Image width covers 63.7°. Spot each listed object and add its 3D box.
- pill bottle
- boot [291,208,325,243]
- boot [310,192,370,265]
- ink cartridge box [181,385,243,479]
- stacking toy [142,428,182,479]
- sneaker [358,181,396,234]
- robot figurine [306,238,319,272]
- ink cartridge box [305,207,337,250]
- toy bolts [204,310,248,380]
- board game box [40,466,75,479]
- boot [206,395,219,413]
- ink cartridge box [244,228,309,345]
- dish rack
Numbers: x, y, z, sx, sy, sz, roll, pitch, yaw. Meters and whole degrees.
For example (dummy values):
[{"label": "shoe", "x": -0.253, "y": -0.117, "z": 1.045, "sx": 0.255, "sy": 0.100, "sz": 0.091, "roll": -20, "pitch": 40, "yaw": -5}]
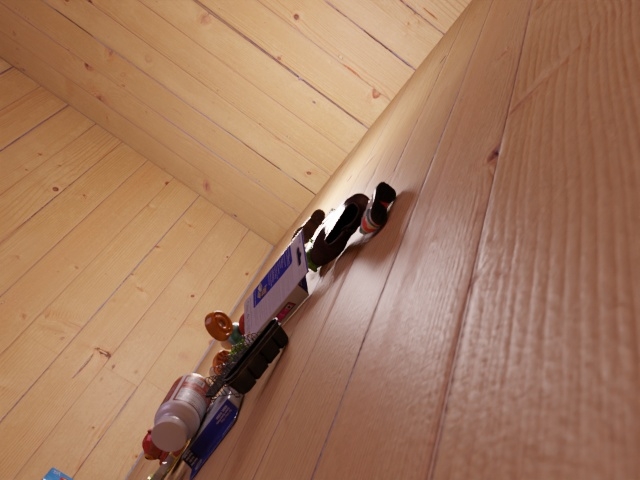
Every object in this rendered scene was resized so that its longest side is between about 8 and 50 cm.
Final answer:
[{"label": "pill bottle", "x": -0.376, "y": 0.466, "z": 1.400, "sx": 0.121, "sy": 0.121, "sz": 0.216, "roll": -53, "pitch": 6, "yaw": 15}, {"label": "boot", "x": -0.043, "y": -0.035, "z": 1.781, "sx": 0.158, "sy": 0.059, "sz": 0.084, "roll": -48, "pitch": 1, "yaw": -11}, {"label": "boot", "x": 0.031, "y": -0.017, "z": 1.309, "sx": 0.248, "sy": 0.090, "sz": 0.207, "roll": -52, "pitch": -5, "yaw": 18}, {"label": "ink cartridge box", "x": -0.282, "y": 0.485, "z": 1.372, "sx": 0.223, "sy": 0.045, "sz": 0.224, "roll": -54, "pitch": 7, "yaw": 9}, {"label": "stacking toy", "x": -0.487, "y": 0.622, "z": 1.538, "sx": 0.308, "sy": 0.130, "sz": 0.279, "roll": -59, "pitch": -2, "yaw": 31}, {"label": "sneaker", "x": 0.128, "y": -0.076, "z": 1.223, "sx": 0.075, "sy": 0.057, "sz": 0.161, "roll": -42, "pitch": 16, "yaw": 42}, {"label": "robot figurine", "x": -0.014, "y": 0.046, "z": 1.562, "sx": 0.115, "sy": 0.067, "sz": 0.101, "roll": -46, "pitch": 35, "yaw": 51}, {"label": "ink cartridge box", "x": 0.000, "y": 0.000, "z": 1.745, "sx": 0.235, "sy": 0.056, "sz": 0.171, "roll": -58, "pitch": 6, "yaw": 3}, {"label": "toy bolts", "x": -0.314, "y": 0.329, "z": 1.695, "sx": 0.158, "sy": 0.218, "sz": 0.228, "roll": -37, "pitch": 7, "yaw": 25}, {"label": "board game box", "x": -0.608, "y": 0.757, "z": 1.212, "sx": 0.308, "sy": 0.302, "sz": 0.086, "roll": -55, "pitch": 6, "yaw": -9}, {"label": "boot", "x": -0.353, "y": 0.535, "z": 1.667, "sx": 0.087, "sy": 0.042, "sz": 0.118, "roll": -46, "pitch": 9, "yaw": 14}, {"label": "ink cartridge box", "x": -0.121, "y": 0.151, "z": 1.547, "sx": 0.371, "sy": 0.069, "sz": 0.175, "roll": -52, "pitch": 31, "yaw": 33}, {"label": "dish rack", "x": -0.210, "y": 0.318, "z": 1.343, "sx": 0.272, "sy": 0.074, "sz": 0.208, "roll": -26, "pitch": 17, "yaw": 50}]
